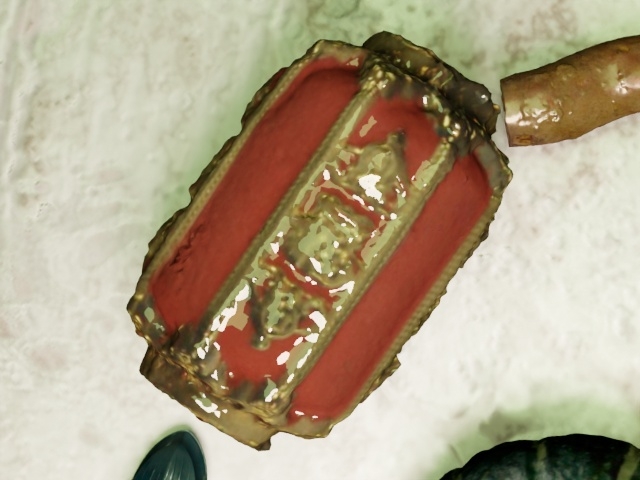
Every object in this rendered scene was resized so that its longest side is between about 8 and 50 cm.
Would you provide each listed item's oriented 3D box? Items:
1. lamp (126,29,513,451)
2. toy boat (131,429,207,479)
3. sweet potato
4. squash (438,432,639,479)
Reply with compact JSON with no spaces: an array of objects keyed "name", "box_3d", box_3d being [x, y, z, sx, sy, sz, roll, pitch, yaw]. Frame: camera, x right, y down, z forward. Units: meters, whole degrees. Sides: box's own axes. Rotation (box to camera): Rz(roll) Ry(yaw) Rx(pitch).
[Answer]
[{"name":"lamp","box_3d":[0.000,0.000,1.093,0.177,0.177,0.274,36,90,8]},{"name":"toy boat","box_3d":[-0.110,0.193,1.149,0.055,0.060,0.141,16,80,8]},{"name":"sweet potato","box_3d":[0.258,-0.109,1.130,0.281,0.059,0.067,-8,63,4]},{"name":"squash","box_3d":[0.156,0.243,1.058,0.252,0.165,0.252,0,89,16]}]
